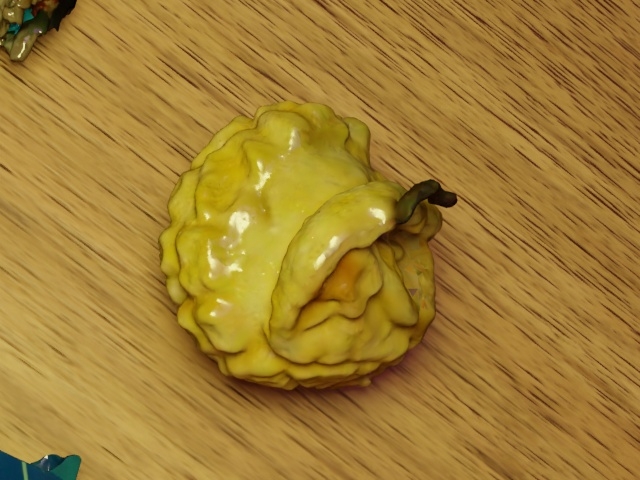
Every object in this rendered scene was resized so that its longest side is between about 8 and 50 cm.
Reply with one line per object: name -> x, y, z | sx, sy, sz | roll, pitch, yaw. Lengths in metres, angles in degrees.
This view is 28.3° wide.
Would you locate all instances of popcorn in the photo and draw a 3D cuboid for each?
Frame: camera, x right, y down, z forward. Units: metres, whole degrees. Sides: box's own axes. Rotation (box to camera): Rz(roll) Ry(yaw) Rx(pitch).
popcorn -> 0.000, 0.000, 1.425 | 0.349, 0.382, 0.349 | 12, 70, -35

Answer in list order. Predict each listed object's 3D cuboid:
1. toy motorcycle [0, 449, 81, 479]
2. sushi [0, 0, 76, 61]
toy motorcycle -> -0.365, 0.255, 1.313 | 0.326, 0.191, 0.200 | 47, 60, -18
sushi -> -0.389, -0.336, 1.475 | 0.225, 0.219, 0.238 | 35, 91, 30
